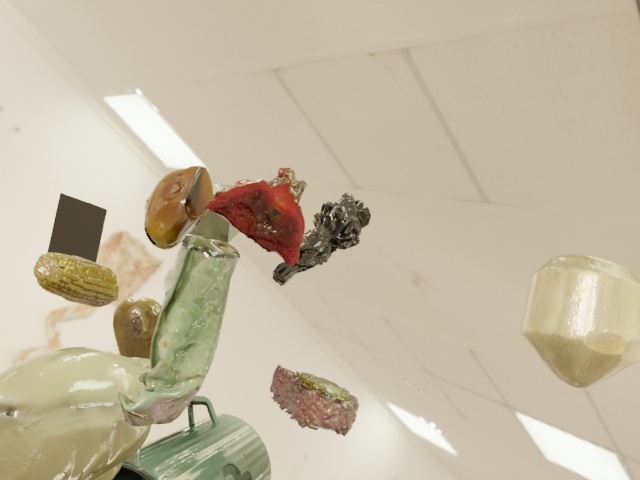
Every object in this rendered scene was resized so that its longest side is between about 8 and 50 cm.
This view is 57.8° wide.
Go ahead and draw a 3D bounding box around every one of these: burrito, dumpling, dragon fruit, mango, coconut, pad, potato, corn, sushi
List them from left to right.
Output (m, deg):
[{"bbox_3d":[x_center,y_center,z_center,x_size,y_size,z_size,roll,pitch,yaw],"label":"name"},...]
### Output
[{"bbox_3d":[-0.448,0.348,1.004,0.233,0.316,0.395,10,3,34],"label":"dumpling"},{"bbox_3d":[-0.794,0.017,1.875,0.005,0.300,0.202,2,-12,25],"label":"pad"},{"bbox_3d":[-0.495,0.083,1.191,0.097,0.097,0.262,33,-7,15],"label":"corn"},{"bbox_3d":[-0.583,0.328,1.933,0.141,0.191,0.296,-59,127,-85],"label":"potato"},{"bbox_3d":[-0.378,-0.085,1.523,0.166,0.236,0.136,-2,-36,25],"label":"mango"},{"bbox_3d":[-0.163,0.108,0.703,0.089,0.229,0.144,18,-1,1],"label":"burrito"},{"bbox_3d":[-0.118,-0.089,1.439,0.262,0.211,0.134,39,23,-15],"label":"dragon fruit"},{"bbox_3d":[-0.008,0.386,1.412,0.161,0.108,0.241,25,-5,-33],"label":"sushi"},{"bbox_3d":[0.541,0.170,1.195,0.237,0.266,0.237,17,-14,5],"label":"coconut"}]

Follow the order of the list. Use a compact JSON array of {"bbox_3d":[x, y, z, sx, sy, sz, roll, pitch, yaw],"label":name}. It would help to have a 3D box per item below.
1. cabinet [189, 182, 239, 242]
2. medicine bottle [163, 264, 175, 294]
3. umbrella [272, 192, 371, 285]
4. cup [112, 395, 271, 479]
[{"bbox_3d":[-0.357,-0.093,1.777,0.206,0.150,0.145,9,18,6],"label":"cabinet"},{"bbox_3d":[-0.319,0.120,1.434,0.135,0.135,0.168,45,-12,-19],"label":"medicine bottle"},{"bbox_3d":[-0.004,-0.011,1.645,0.128,0.336,0.154,1,-62,64],"label":"umbrella"},{"bbox_3d":[-0.320,0.566,1.373,0.310,0.401,0.392,20,15,25],"label":"cup"}]
